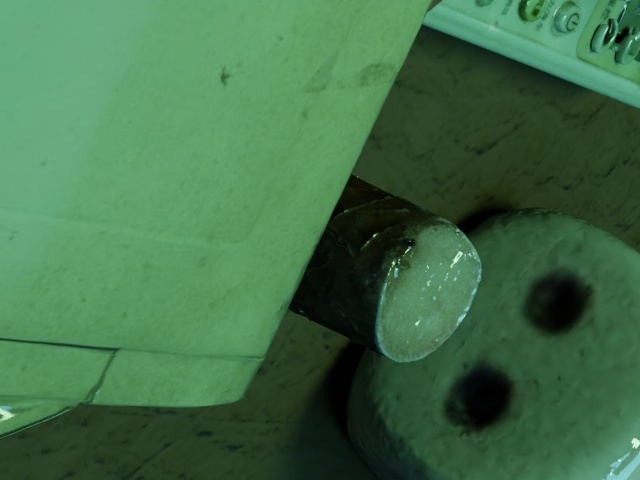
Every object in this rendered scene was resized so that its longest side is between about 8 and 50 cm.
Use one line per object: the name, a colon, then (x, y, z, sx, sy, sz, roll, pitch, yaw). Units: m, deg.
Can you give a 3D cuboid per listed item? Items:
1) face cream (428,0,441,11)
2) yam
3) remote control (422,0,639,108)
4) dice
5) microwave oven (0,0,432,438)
face cream: (0.013, -0.164, 0.670, 0.149, 0.149, 0.104, -42, -179, -18)
yam: (0.001, -0.001, 0.828, 0.079, 0.141, 0.079, -28, 132, -36)
remote control: (0.115, -0.159, 0.892, 0.335, 0.065, 0.128, 12, 107, -51)
dice: (0.144, 0.110, 1.029, 0.192, 0.194, 0.193, -47, 142, -9)
microwave oven: (-0.169, -0.133, 0.442, 0.394, 0.247, 0.333, 10, 109, -51)
